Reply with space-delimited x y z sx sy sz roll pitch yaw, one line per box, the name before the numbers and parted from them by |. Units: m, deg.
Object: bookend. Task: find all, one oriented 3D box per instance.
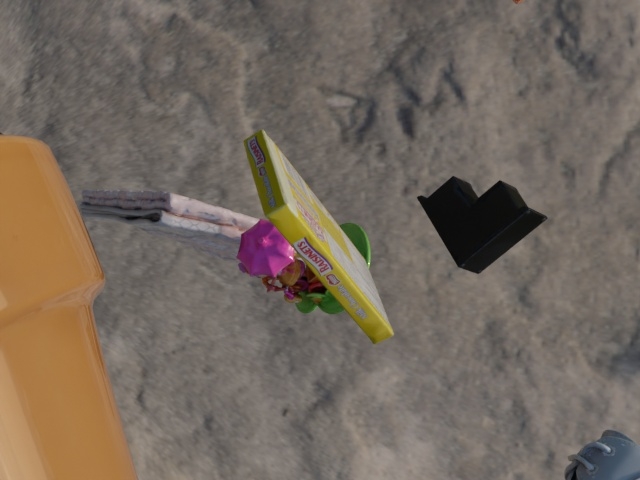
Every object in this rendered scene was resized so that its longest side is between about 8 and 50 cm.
bookend | 0.270 -0.054 1.968 0.156 0.157 0.072 -42 148 22

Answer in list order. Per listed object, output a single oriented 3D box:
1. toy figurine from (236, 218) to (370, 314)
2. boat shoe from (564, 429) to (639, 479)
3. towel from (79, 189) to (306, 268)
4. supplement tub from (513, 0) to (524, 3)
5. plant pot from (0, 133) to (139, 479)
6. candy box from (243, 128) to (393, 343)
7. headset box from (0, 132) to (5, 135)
toy figurine | -0.047 0.029 1.581 0.159 0.173 0.130 17 56 -32
boat shoe | 0.191 0.158 0.727 0.227 0.079 0.081 -17 77 -20
towel | -0.172 -0.012 1.782 0.317 0.332 0.053 17 84 -32
supplement tub | 0.146 -0.303 0.984 0.117 0.117 0.190 -37 90 -16
plant pot | -0.185 0.117 0.430 0.291 0.291 0.203 -28 90 -18
candy box | 0.000 0.000 1.044 0.027 0.105 0.206 -28 133 12
headset box | -0.225 -0.023 0.805 0.062 0.032 0.083 43 85 -3
